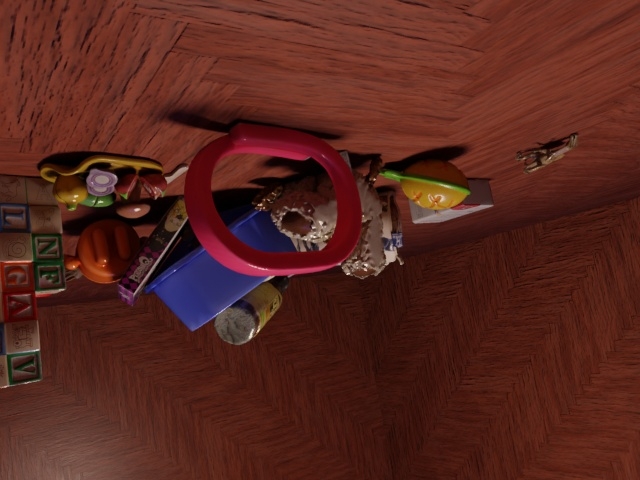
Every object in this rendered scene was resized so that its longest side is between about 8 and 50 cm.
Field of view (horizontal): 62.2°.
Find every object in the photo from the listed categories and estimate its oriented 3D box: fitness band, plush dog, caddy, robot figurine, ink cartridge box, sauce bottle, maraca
[{"bbox_3d":[-0.055,-0.054,0.757,0.291,0.209,0.054,-2,170,-43],"label":"fitness band"},{"bbox_3d":[0.003,-0.065,1.028,0.262,0.210,0.225,33,161,-36],"label":"plush dog"},{"bbox_3d":[-0.211,0.036,1.140,0.341,0.179,0.241,-36,-175,-7],"label":"caddy"},{"bbox_3d":[-0.463,0.025,1.147,0.158,0.128,0.219,-55,-166,-25],"label":"robot figurine"},{"bbox_3d":[0.337,-0.101,1.385,0.127,0.072,0.175,-4,170,-38],"label":"ink cartridge box"},{"bbox_3d":[-0.161,0.155,1.386,0.111,0.111,0.344,-12,-168,17],"label":"sauce bottle"},{"bbox_3d":[0.208,-0.117,1.063,0.186,0.099,0.127,15,180,23],"label":"maraca"}]

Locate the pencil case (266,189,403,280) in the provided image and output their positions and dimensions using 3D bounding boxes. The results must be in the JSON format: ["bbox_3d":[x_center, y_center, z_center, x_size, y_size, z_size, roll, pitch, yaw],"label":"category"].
[{"bbox_3d":[0.000,0.000,1.319,0.410,0.183,0.160,-10,173,9],"label":"pencil case"}]

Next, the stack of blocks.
[{"bbox_3d":[-0.467,0.059,0.756,0.171,0.297,0.087,0,167,-45],"label":"stack of blocks"}]

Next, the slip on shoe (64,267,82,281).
[{"bbox_3d":[-0.737,0.095,1.619,0.135,0.041,0.051,-12,172,18],"label":"slip on shoe"}]

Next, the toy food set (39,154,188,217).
[{"bbox_3d":[-0.307,-0.075,0.812,0.128,0.071,0.218,-17,170,42],"label":"toy food set"}]

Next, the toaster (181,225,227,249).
[{"bbox_3d":[-0.274,0.041,1.359,0.110,0.185,0.168,-13,164,9],"label":"toaster"}]

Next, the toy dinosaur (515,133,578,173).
[{"bbox_3d":[0.469,-0.170,1.131,0.093,0.053,0.183,-9,172,-16],"label":"toy dinosaur"}]

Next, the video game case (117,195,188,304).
[{"bbox_3d":[-0.342,0.028,1.096,0.042,0.210,0.232,34,158,-10],"label":"video game case"}]
